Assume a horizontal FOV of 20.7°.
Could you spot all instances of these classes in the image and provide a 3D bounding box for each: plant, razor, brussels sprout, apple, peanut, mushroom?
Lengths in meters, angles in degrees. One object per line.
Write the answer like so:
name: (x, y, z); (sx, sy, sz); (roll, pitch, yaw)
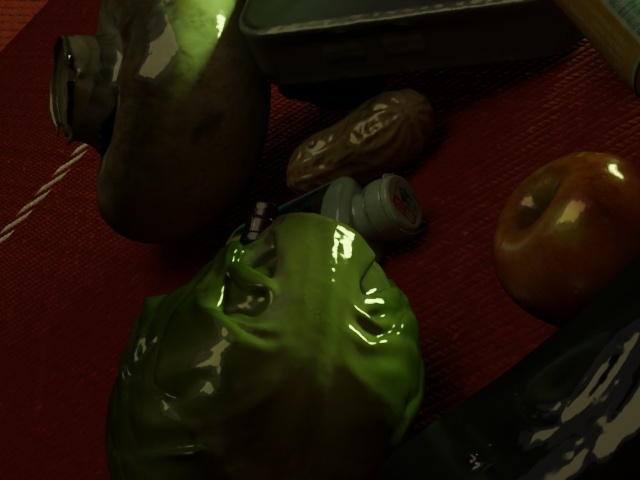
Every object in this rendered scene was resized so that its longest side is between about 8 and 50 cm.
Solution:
plant: (0.000, -0.241, 2.173); (0.132, 0.129, 0.194); (-21, 30, -17)
razor: (0.204, 0.138, 1.317); (0.349, 0.113, 0.204); (-40, 26, 0)
brussels sprout: (-0.056, 0.132, 1.557); (0.328, 0.247, 0.328); (-28, 33, 20)
apple: (0.229, 0.004, 1.477); (0.163, 0.139, 0.163); (-45, 24, 26)
peanut: (0.044, -0.101, 1.961); (0.194, 0.083, 0.093); (-31, 26, 20)
mushroom: (-0.193, -0.169, 2.134); (0.352, 0.260, 0.352); (-178, 90, -74)

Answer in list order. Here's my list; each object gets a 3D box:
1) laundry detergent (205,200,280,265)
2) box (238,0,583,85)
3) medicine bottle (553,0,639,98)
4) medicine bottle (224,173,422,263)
laundry detergent: (-0.088, 0.067, 1.801); (0.144, 0.078, 0.221); (-6, 68, 48)
box: (0.128, -0.341, 2.055); (0.397, 0.111, 0.396); (-5, 39, 20)
medicine bottle: (0.253, -0.291, 1.788); (0.108, 0.108, 0.426); (-38, 46, 9)
medicine bottle: (0.000, 0.000, 1.865); (0.229, 0.083, 0.121); (-26, 36, 33)
